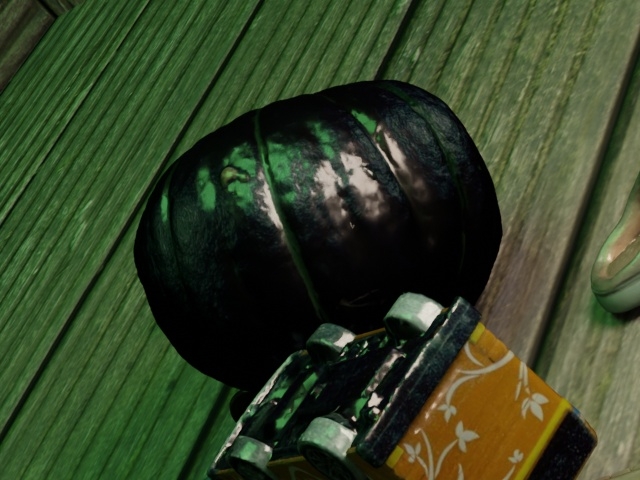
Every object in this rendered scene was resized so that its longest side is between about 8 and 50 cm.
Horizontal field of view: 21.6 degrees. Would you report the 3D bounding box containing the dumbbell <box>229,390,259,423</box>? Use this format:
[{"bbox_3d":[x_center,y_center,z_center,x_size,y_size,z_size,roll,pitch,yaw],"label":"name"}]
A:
[{"bbox_3d":[-0.058,0.163,1.784,0.069,0.069,0.147,-29,28,29],"label":"dumbbell"}]

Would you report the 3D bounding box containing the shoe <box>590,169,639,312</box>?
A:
[{"bbox_3d":[0.325,-0.045,1.498,0.251,0.100,0.103,-46,22,0],"label":"shoe"}]

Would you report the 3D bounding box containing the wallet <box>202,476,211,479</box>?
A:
[{"bbox_3d":[-0.163,0.328,1.682,0.202,0.059,0.141,-38,17,6],"label":"wallet"}]

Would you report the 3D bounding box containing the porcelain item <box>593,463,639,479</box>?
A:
[{"bbox_3d":[0.263,0.183,1.258,0.213,0.054,0.084,-32,28,25],"label":"porcelain item"}]

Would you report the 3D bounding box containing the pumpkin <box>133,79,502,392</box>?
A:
[{"bbox_3d":[0.000,0.000,1.658,0.363,0.266,0.363,-24,-9,-4],"label":"pumpkin"}]

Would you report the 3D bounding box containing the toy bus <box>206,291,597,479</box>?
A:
[{"bbox_3d":[0.056,0.173,1.369,0.162,0.194,0.323,-54,13,-24],"label":"toy bus"}]
